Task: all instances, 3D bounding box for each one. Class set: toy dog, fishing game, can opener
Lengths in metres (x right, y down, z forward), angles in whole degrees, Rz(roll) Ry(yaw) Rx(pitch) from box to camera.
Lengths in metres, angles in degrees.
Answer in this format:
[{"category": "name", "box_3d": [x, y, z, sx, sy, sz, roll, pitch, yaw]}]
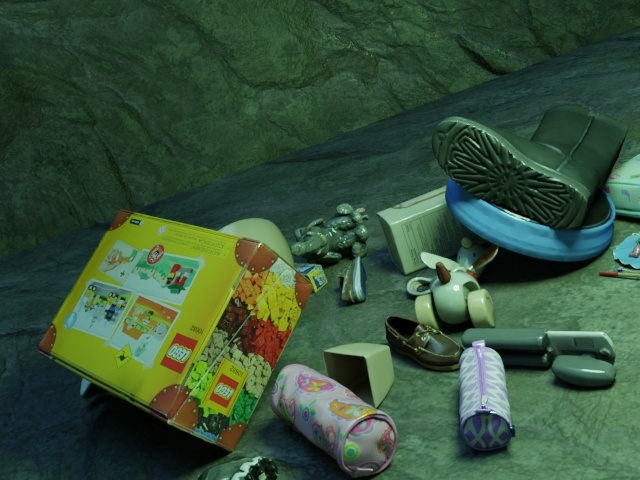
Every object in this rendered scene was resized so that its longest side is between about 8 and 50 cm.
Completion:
[{"category": "toy dog", "box_3d": [0.292, 0.069, 1.551, 0.220, 0.160, 0.333, -17, 20, 5]}, {"category": "fishing game", "box_3d": [0.716, 0.005, 1.503, 0.264, 0.041, 0.189, -33, 21, -31]}, {"category": "can opener", "box_3d": [0.380, 0.198, 1.265, 0.280, 0.074, 0.093, -2, 28, 41]}]

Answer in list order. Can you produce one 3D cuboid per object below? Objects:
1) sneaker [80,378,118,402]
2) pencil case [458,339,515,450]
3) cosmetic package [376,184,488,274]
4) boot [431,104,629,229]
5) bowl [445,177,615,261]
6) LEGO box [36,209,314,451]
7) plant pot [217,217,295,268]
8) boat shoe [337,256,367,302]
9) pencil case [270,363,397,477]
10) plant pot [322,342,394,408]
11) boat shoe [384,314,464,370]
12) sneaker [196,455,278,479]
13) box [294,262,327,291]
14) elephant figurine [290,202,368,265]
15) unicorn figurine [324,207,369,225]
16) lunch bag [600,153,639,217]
[{"category": "sneaker", "box_3d": [-0.444, 0.321, 1.712, 0.297, 0.111, 0.129, -18, 36, 15]}, {"category": "pencil case", "box_3d": [0.271, 0.259, 1.191, 0.086, 0.088, 0.206, -16, 20, 14]}, {"category": "cosmetic package", "box_3d": [0.316, -0.046, 1.843, 0.296, 0.153, 0.129, -20, 20, -6]}, {"category": "boot", "box_3d": [0.495, -0.230, 1.633, 0.367, 0.146, 0.445, 35, 44, 12]}, {"category": "bowl", "box_3d": [0.488, -0.095, 1.647, 0.391, 0.077, 0.391, 8, 33, -5]}, {"category": "LEGO box", "box_3d": [-0.318, 0.165, 1.503, 0.500, 0.193, 0.372, 12, 69, 42]}, {"category": "plant pot", "box_3d": [-0.170, 0.113, 1.783, 0.284, 0.284, 0.191, -27, 55, -20]}, {"category": "boat shoe", "box_3d": [0.079, 0.098, 1.813, 0.066, 0.066, 0.183, -17, 20, 11]}, {"category": "pencil case", "box_3d": [0.015, 0.313, 1.258, 0.124, 0.124, 0.284, -29, 21, -23]}, {"category": "plant pot", "box_3d": [0.083, 0.250, 1.374, 0.109, 0.109, 0.096, -1, 16, 42]}, {"category": "boat shoe", "box_3d": [0.203, 0.201, 1.426, 0.073, 0.073, 0.207, -31, 24, -31]}, {"category": "sneaker", "box_3d": [-0.182, 0.436, 1.181, 0.106, 0.078, 0.234, -2, 23, 46]}, {"category": "box", "box_3d": [-0.063, 0.099, 1.950, 0.169, 0.059, 0.054, 2, 32, 46]}, {"category": "elephant figurine", "box_3d": [0.000, 0.000, 1.990, 0.240, 0.186, 0.169, -21, 47, -17]}, {"category": "unicorn figurine", "box_3d": [0.085, -0.058, 2.236, 0.111, 0.060, 0.162, -12, 6, 23]}, {"category": "lunch bag", "box_3d": [0.814, -0.146, 1.695, 0.279, 0.107, 0.224, -25, 14, -20]}]
